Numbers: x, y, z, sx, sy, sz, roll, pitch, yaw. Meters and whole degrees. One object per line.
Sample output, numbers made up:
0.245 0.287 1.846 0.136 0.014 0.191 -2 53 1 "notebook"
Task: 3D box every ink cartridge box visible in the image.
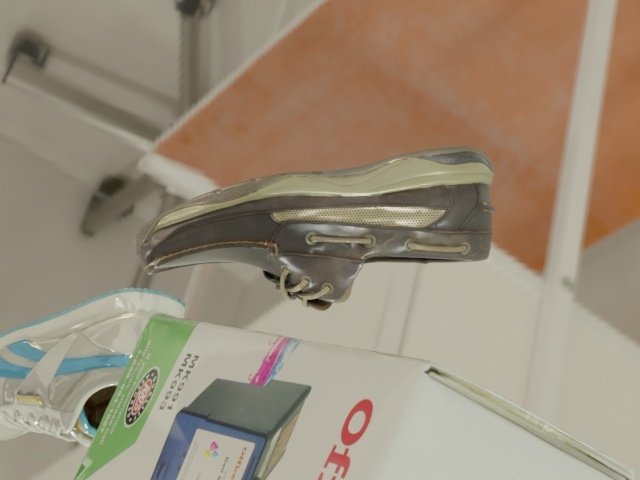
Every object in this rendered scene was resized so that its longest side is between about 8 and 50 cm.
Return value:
-0.014 0.115 0.531 0.093 0.154 0.212 30 169 -26 "ink cartridge box"

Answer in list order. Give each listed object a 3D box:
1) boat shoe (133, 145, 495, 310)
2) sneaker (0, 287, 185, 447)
0.000 0.000 1.556 0.355 0.130 0.132 -11 175 0 "boat shoe"
-0.197 0.115 1.236 0.228 0.092 0.087 -27 145 34 "sneaker"
